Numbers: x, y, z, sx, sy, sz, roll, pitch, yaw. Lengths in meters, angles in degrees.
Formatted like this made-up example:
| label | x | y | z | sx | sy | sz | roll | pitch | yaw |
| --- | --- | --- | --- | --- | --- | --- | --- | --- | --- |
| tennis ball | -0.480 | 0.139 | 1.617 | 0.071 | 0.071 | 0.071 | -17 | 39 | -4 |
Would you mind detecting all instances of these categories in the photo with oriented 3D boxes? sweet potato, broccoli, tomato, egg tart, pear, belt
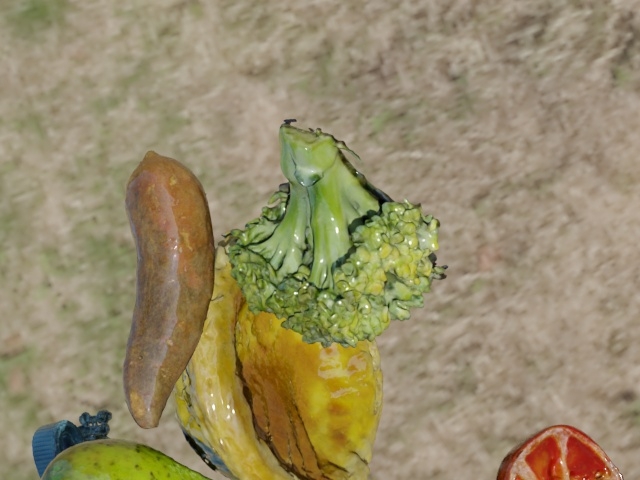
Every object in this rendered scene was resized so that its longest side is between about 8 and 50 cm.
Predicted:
| label | x | y | z | sx | sy | sz | roll | pitch | yaw |
| --- | --- | --- | --- | --- | --- | --- | --- | --- | --- |
| sweet potato | -0.154 | 0.049 | 1.562 | 0.097 | 0.097 | 0.292 | -19 | 67 | 51 |
| broccoli | -0.002 | 0.017 | 1.693 | 0.242 | 0.180 | 0.273 | 11 | 153 | 33 |
| tomato | 0.234 | 0.268 | 1.580 | 0.069 | 0.155 | 0.156 | -16 | 97 | 57 |
| egg tart | -0.067 | 0.170 | 1.897 | 0.169 | 0.388 | 0.388 | -22 | 93 | 31 |
| pear | -0.224 | 0.316 | 1.708 | 0.292 | 0.159 | 0.292 | 10 | 149 | 6 |
| belt | -0.296 | 0.308 | 1.888 | 0.065 | 0.100 | 0.179 | -12 | 90 | 39 |
